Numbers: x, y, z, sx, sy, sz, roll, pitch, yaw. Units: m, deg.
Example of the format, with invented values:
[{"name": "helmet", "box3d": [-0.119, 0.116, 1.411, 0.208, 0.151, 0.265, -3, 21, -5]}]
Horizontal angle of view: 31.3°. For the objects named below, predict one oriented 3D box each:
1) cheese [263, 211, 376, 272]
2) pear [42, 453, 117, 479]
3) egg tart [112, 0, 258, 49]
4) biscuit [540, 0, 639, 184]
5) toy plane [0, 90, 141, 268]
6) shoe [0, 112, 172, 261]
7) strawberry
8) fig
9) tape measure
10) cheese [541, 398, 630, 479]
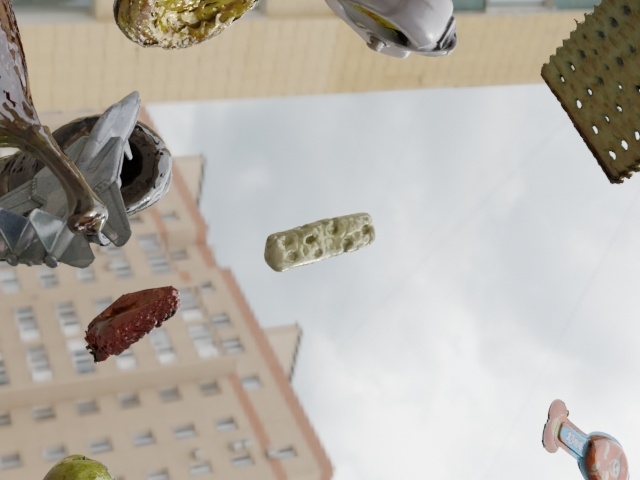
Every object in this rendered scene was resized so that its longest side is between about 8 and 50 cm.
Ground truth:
[{"name": "cheese", "box3d": [0.000, 0.000, 1.785, 0.043, 0.194, 0.065, 26, -56, 54]}, {"name": "pear", "box3d": [-0.375, 0.398, 1.727, 0.141, 0.104, 0.141, 4, -81, 24]}, {"name": "egg tart", "box3d": [-0.188, -0.363, 1.604, 0.094, 0.234, 0.234, 60, -32, 20]}, {"name": "biscuit", "box3d": [0.263, -0.139, 0.961, 0.144, 0.016, 0.203, 59, -24, 11]}, {"name": "toy plane", "box3d": [-0.243, -0.063, 1.194, 0.267, 0.212, 0.088, -61, 146, -48]}, {"name": "shoe", "box3d": [-0.417, -0.078, 1.780, 0.237, 0.384, 0.171, 149, -76, -84]}, {"name": "strawberry", "box3d": [-0.241, 0.098, 1.438, 0.152, 0.048, 0.104, -36, -159, 17]}, {"name": "fig", "box3d": [-0.287, -0.116, 0.886, 0.321, 0.217, 0.217, 41, -31, -1]}, {"name": "tape measure", "box3d": [0.102, -0.347, 1.672, 0.197, 0.236, 0.120, 26, -96, 47]}, {"name": "cheese", "box3d": [0.417, 0.331, 1.778, 0.037, 0.256, 0.106, -7, -126, 44]}]
